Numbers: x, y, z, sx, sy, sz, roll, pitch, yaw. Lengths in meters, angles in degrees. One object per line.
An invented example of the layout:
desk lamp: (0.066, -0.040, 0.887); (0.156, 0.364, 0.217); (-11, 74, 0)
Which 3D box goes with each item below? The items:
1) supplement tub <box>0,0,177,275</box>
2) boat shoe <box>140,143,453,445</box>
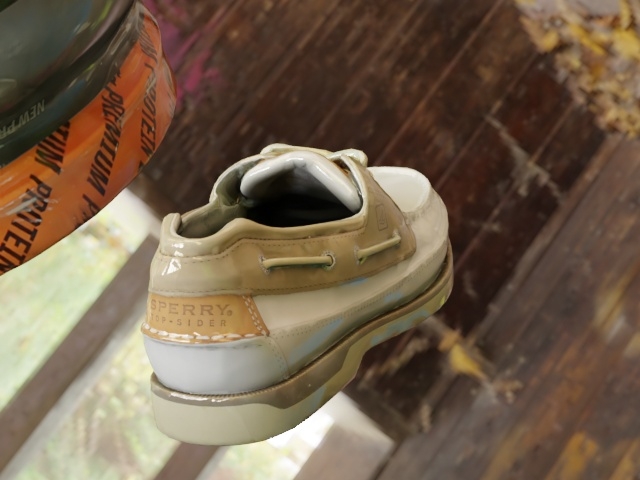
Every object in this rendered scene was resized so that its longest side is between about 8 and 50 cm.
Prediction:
supplement tub: (-0.166, -0.142, 0.381); (0.194, 0.193, 0.316); (20, 141, 45)
boat shoe: (0.000, 0.000, 0.778); (0.113, 0.302, 0.103); (0, 109, 19)
